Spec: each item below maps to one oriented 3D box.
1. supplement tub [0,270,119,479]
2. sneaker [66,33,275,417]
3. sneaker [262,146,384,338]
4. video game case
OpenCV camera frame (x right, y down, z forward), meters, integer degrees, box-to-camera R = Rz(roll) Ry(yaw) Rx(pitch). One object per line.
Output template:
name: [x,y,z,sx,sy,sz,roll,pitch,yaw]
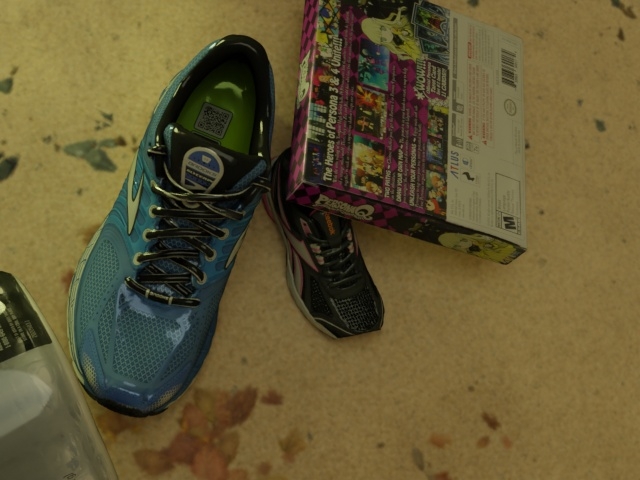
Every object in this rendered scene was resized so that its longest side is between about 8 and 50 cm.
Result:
supplement tub: [-0.326,0.174,0.830,0.338,0.207,0.207,-25,81,-17]
sneaker: [-0.116,-0.023,0.967,0.130,0.147,0.330,16,72,-7]
sneaker: [0.000,0.000,1.022,0.072,0.077,0.178,-26,82,-17]
video game case: [0.080,-0.110,1.047,0.210,0.042,0.232,16,58,-20]
